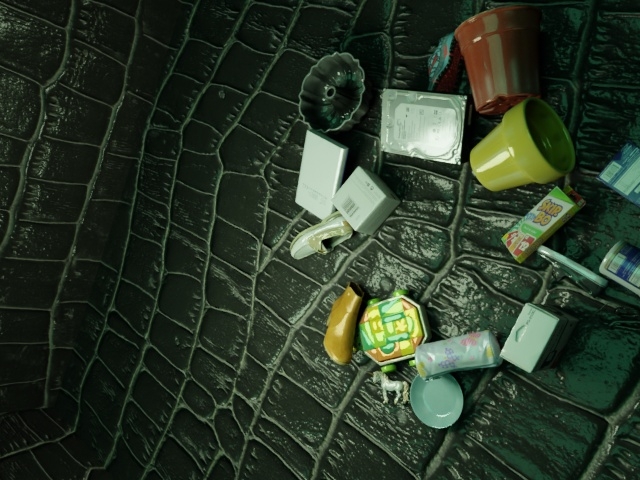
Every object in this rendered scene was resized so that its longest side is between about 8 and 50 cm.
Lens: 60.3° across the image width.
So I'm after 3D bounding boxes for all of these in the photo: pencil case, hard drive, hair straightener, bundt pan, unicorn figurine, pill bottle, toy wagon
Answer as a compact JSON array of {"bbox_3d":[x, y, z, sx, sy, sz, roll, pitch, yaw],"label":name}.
[{"bbox_3d":[0.441,0.370,1.771,0.273,0.113,0.124,-20,31,24],"label":"pencil case"},{"bbox_3d":[0.368,-0.411,1.954,0.338,0.064,0.237,19,118,38],"label":"hard drive"},{"bbox_3d":[0.885,0.214,1.528,0.230,0.047,0.089,5,86,42],"label":"hair straightener"},{"bbox_3d":[0.075,-0.580,2.222,0.330,0.124,0.331,-6,80,37],"label":"bundt pan"},{"bbox_3d":[0.001,-0.257,2.205,0.210,0.040,0.319,35,127,35],"label":"hard drive"},{"bbox_3d":[0.246,0.525,1.964,0.161,0.060,0.111,-2,81,21],"label":"unicorn figurine"},{"bbox_3d":[0.878,0.091,1.503,0.186,0.112,0.112,40,107,34],"label":"pill bottle"},{"bbox_3d":[0.233,0.338,1.989,0.344,0.068,0.267,-23,69,33],"label":"toy wagon"}]

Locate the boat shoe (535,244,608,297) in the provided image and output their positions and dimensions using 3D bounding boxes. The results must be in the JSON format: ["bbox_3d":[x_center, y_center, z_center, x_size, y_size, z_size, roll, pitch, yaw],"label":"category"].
[{"bbox_3d":[0.733,0.092,1.643,0.228,0.080,0.076,35,103,28],"label":"boat shoe"}]

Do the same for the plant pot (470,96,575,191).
[{"bbox_3d":[0.606,-0.272,1.701,0.239,0.253,0.254,-30,65,46],"label":"plant pot"}]

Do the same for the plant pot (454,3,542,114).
[{"bbox_3d":[0.583,-0.559,1.758,0.272,0.272,0.265,-9,86,36],"label":"plant pot"}]

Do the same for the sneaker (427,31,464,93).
[{"bbox_3d":[0.440,-0.615,1.982,0.125,0.104,0.262,34,105,59],"label":"sneaker"}]

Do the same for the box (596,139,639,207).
[{"bbox_3d":[0.921,-0.166,1.557,0.136,0.036,0.225,-54,54,18],"label":"box"}]

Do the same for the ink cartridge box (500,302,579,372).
[{"bbox_3d":[0.633,0.277,1.582,0.100,0.237,0.172,30,102,37],"label":"ink cartridge box"}]

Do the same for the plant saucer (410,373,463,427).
[{"bbox_3d":[0.395,0.528,1.854,0.194,0.037,0.195,-7,78,36],"label":"plant saucer"}]

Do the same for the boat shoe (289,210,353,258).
[{"bbox_3d":[0.000,0.000,2.195,0.302,0.113,0.103,-36,57,27],"label":"boat shoe"}]

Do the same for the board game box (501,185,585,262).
[{"bbox_3d":[0.680,-0.057,1.692,0.259,0.039,0.124,-46,24,20],"label":"board game box"}]

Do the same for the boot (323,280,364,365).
[{"bbox_3d":[0.096,0.292,2.013,0.295,0.104,0.211,-101,35,-60],"label":"boot"}]

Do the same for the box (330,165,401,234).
[{"bbox_3d":[0.170,-0.149,2.082,0.182,0.119,0.181,-50,57,20],"label":"box"}]
